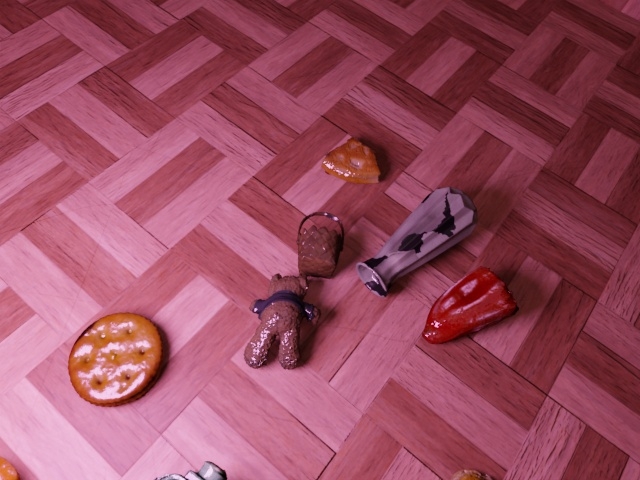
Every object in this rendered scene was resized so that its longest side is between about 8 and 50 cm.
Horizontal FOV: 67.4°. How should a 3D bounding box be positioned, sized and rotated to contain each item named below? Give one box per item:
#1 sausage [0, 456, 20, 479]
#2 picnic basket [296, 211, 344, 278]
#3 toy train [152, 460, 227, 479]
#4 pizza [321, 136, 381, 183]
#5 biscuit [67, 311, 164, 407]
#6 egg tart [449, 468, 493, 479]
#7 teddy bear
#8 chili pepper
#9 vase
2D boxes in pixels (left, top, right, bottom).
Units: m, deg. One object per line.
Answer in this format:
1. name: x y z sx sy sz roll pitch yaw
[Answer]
1. sausage: -0.701 0.546 0.938 0.098 0.098 0.238 31 61 11
2. picnic basket: 0.000 0.000 1.281 0.128 0.138 0.179 13 62 -3
3. toy train: -0.272 0.625 0.876 0.253 0.160 0.397 25 61 26
4. pizza: 0.095 -0.249 1.478 0.182 0.062 0.161 4 68 2
5. biscuit: -0.478 0.276 1.122 0.220 0.066 0.221 2 61 -4
6. egg tart: 0.343 0.572 1.057 0.128 0.049 0.129 2 62 -3
7. teddy bear: -0.091 0.189 1.175 0.181 0.129 0.251 10 61 -3
8. chili pepper: 0.365 0.176 1.248 0.252 0.136 0.144 -24 93 -9
9. vase: 0.264 0.001 1.310 0.360 0.165 0.165 -37 71 -18
